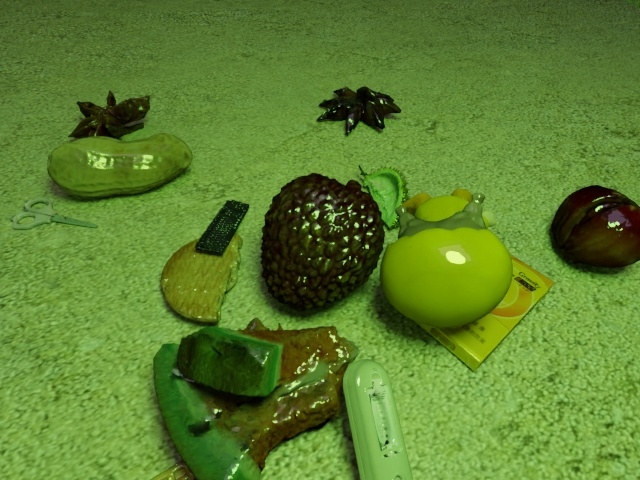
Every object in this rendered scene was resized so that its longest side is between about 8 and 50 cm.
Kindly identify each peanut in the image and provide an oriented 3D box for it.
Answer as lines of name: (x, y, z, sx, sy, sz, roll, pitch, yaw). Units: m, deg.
peanut: (-0.455, -0.180, 0.958, 0.306, 0.146, 0.147, -7, 48, -16)

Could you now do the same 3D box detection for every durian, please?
durian: (0.161, -0.120, 0.990, 0.100, 0.086, 0.215, -18, 52, -2)

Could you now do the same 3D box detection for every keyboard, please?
keyboard: (-0.208, -0.035, 0.893, 0.060, 0.018, 0.195, 10, 35, 3)

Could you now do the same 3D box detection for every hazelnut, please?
hazelnut: (0.594, -0.027, 0.885, 0.178, 0.177, 0.203, -3, 43, -7)

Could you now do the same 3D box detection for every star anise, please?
star anise: (0.114, -0.420, 1.244, 0.272, 0.102, 0.271, 0, 46, 0)
star anise: (-0.559, -0.312, 1.091, 0.213, 0.111, 0.196, -7, 42, 0)

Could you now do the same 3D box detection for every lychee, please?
lychee: (0.000, 0.000, 0.766, 0.236, 0.236, 0.271, 22, 80, 16)

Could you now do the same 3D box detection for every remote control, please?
remote control: (0.084, 0.279, 0.580, 0.078, 0.042, 0.221, 6, 63, -39)

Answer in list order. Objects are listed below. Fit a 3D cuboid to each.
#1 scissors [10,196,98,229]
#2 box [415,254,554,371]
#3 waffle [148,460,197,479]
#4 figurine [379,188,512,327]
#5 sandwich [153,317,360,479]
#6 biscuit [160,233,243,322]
scissors: (-0.581, -0.049, 0.911, 0.189, 0.015, 0.100, 12, 49, 4)
box: (0.318, 0.114, 0.804, 0.269, 0.043, 0.152, -33, 57, -29)
waffle: (-0.203, 0.358, 0.554, 0.135, 0.021, 0.092, -26, 54, -25)
figurine: (0.222, 0.010, 0.763, 0.215, 0.187, 0.343, -20, 26, 24)
sandwich: (-0.080, 0.202, 0.610, 0.301, 0.162, 0.250, -17, 46, -22)
biscuit: (-0.235, 0.068, 0.810, 0.145, 0.033, 0.224, 3, 42, -1)
